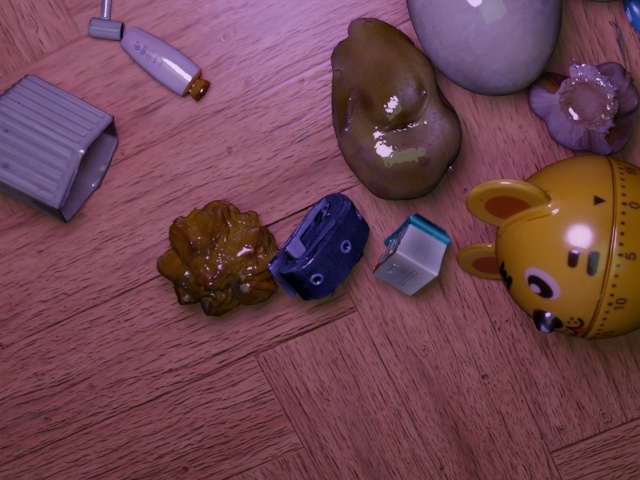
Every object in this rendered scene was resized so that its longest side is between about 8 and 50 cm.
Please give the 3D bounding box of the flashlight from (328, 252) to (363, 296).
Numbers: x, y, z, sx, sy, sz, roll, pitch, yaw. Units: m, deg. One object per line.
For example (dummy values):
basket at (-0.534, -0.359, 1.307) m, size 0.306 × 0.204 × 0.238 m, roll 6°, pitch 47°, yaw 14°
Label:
flashlight at (0.041, 0.064, 1.498) m, size 0.121 × 0.035 × 0.057 m, roll -43°, pitch 100°, yaw 12°

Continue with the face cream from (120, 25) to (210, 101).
face cream at (-0.299, -0.340, 1.384) m, size 0.182 × 0.051 × 0.072 m, roll 35°, pitch 102°, yaw -7°

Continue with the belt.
belt at (0.000, 0.000, 1.394) m, size 0.218 × 0.122 × 0.128 m, roll -54°, pitch 125°, yaw -27°

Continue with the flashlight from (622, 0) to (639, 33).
flashlight at (0.610, -0.413, 1.347) m, size 0.051 × 0.051 × 0.129 m, roll -33°, pitch 96°, yaw 10°

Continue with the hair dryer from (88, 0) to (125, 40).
hair dryer at (-0.404, -0.448, 1.369) m, size 0.063 × 0.038 × 0.124 m, roll 7°, pitch 99°, yaw -2°

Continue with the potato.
potato at (0.128, -0.245, 1.333) m, size 0.218 × 0.202 × 0.351 m, roll -23°, pitch 91°, yaw 19°

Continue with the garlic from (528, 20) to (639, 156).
garlic at (0.505, -0.291, 1.309) m, size 0.207 × 0.207 × 0.256 m, roll 19°, pitch 98°, yaw -4°

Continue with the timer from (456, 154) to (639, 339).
timer at (0.451, 0.012, 1.323) m, size 0.387 × 0.376 × 0.376 m, roll 6°, pitch 106°, yaw 8°

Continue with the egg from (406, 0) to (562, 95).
egg at (0.281, -0.424, 1.242) m, size 0.258 × 0.258 × 0.352 m, roll -15°, pitch 100°, yaw 5°

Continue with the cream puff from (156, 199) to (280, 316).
cream puff at (-0.202, 0.043, 1.436) m, size 0.244 × 0.196 × 0.244 m, roll 2°, pitch 95°, yaw 28°

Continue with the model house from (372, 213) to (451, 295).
model house at (0.189, 0.014, 1.438) m, size 0.100 × 0.149 × 0.127 m, roll 32°, pitch 147°, yaw -6°

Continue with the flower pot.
flower pot at (-0.515, -0.172, 1.355) m, size 0.190 × 0.239 × 0.209 m, roll 26°, pitch 75°, yaw -5°
